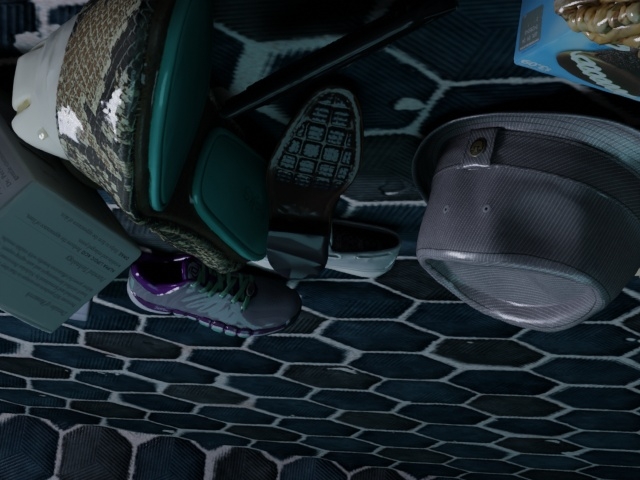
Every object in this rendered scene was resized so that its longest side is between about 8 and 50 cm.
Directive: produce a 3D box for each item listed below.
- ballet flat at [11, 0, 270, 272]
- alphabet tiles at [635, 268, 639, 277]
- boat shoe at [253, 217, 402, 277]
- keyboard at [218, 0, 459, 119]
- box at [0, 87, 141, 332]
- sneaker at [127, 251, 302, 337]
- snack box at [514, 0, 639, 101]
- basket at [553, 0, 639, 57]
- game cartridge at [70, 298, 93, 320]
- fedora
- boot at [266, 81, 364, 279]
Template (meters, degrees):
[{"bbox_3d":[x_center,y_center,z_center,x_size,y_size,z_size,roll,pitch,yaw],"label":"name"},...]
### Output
[{"bbox_3d":[-0.153,-0.087,1.055,0.182,0.164,0.483,14,166,10],"label":"ballet flat"},{"bbox_3d":[0.380,0.009,1.120,0.284,0.021,0.278,42,151,-4],"label":"alphabet tiles"},{"bbox_3d":[0.000,0.000,1.383,0.184,0.066,0.063,13,146,-13],"label":"boat shoe"},{"bbox_3d":[0.015,-0.140,0.941,0.180,0.023,0.108,-22,-175,29],"label":"keyboard"},{"bbox_3d":[-0.284,-0.039,1.133,0.119,0.181,0.182,-41,150,4],"label":"box"},{"bbox_3d":[-0.134,0.063,1.583,0.223,0.083,0.098,7,156,0],"label":"sneaker"},{"bbox_3d":[0.319,-0.129,0.871,0.322,0.060,0.187,13,167,-19],"label":"snack box"},{"bbox_3d":[0.271,-0.173,0.549,0.223,0.213,0.299,15,160,-21],"label":"basket"},{"bbox_3d":[-0.387,0.038,1.637,0.196,0.060,0.294,13,160,-7],"label":"game cartridge"},{"bbox_3d":[0.191,-0.001,1.127,0.275,0.124,0.244,4,150,40],"label":"fedora"},{"bbox_3d":[-0.008,-0.077,1.160,0.082,0.106,0.219,11,132,-6],"label":"boot"}]
